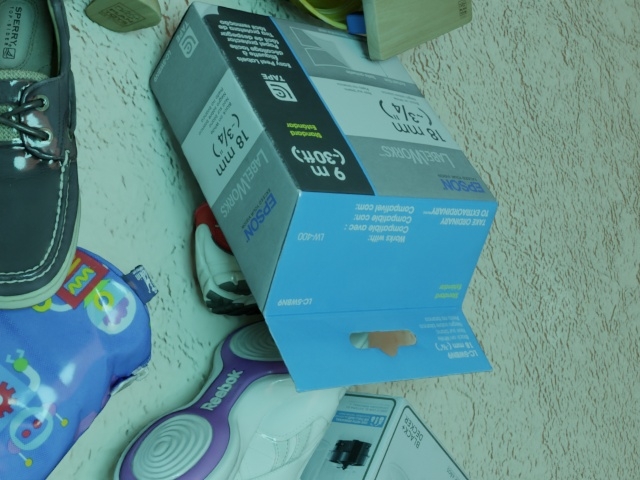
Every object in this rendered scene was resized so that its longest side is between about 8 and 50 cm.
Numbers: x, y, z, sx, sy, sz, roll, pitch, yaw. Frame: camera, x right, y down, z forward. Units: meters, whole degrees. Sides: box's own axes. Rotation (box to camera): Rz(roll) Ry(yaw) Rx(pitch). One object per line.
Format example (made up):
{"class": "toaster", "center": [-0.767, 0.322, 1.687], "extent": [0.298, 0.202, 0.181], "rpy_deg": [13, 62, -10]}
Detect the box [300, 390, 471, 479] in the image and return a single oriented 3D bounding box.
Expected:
{"class": "box", "center": [0.025, 0.302, 0.911], "extent": [0.169, 0.087, 0.290], "rpy_deg": [51, 52, -38]}

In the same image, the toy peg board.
{"class": "toy peg board", "center": [0.066, -0.273, 0.973], "extent": [0.161, 0.079, 0.160], "rpy_deg": [-31, 121, -42]}

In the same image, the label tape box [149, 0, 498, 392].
{"class": "label tape box", "center": [0.025, -0.045, 0.878], "extent": [0.241, 0.106, 0.333], "rpy_deg": [1, 49, -42]}

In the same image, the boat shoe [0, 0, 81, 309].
{"class": "boat shoe", "center": [-0.224, -0.092, 0.723], "extent": [0.103, 0.092, 0.285], "rpy_deg": [0, 62, -10]}

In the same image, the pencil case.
{"class": "pencil case", "center": [-0.235, 0.136, 0.701], "extent": [0.133, 0.119, 0.306], "rpy_deg": [38, 57, -5]}

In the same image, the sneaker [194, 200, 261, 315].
{"class": "sneaker", "center": [0.000, 0.000, 0.959], "extent": [0.279, 0.107, 0.118], "rpy_deg": [3, 66, -46]}

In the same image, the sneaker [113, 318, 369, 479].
{"class": "sneaker", "center": [-0.059, 0.173, 0.888], "extent": [0.305, 0.114, 0.152], "rpy_deg": [-39, 132, -42]}

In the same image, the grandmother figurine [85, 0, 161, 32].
{"class": "grandmother figurine", "center": [-0.147, -0.357, 0.890], "extent": [0.208, 0.104, 0.342], "rpy_deg": [29, 66, -45]}

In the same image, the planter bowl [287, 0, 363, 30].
{"class": "planter bowl", "center": [-0.013, -0.304, 1.003], "extent": [0.217, 0.090, 0.217], "rpy_deg": [8, 79, -45]}
